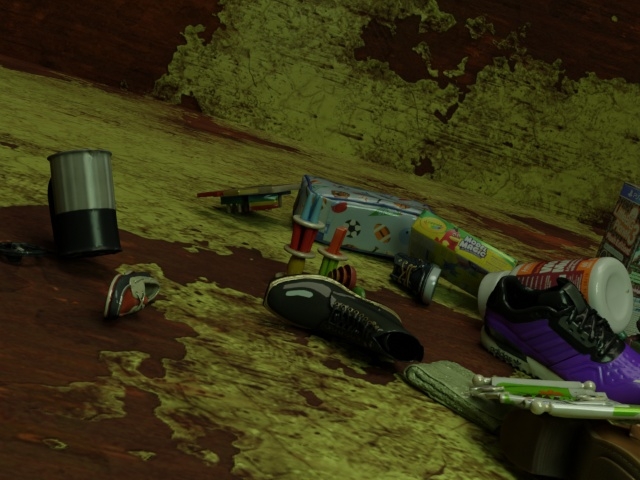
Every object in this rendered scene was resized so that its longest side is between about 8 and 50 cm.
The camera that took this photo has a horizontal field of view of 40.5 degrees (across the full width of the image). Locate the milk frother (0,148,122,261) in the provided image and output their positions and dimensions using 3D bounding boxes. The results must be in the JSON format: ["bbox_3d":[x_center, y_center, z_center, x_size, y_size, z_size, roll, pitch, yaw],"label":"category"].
[{"bbox_3d":[-0.343,-0.043,1.123,0.129,0.134,0.143,-11,-6,30],"label":"milk frother"}]

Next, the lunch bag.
[{"bbox_3d":[0.096,-0.046,1.773,0.304,0.114,0.243,15,11,-8],"label":"lunch bag"}]

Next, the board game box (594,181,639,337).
[{"bbox_3d":[0.642,0.068,1.612,0.232,0.290,0.141,16,13,-9],"label":"board game box"}]

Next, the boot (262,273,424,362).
[{"bbox_3d":[0.033,0.101,1.122,0.198,0.076,0.137,13,7,-16],"label":"boot"}]

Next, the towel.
[{"bbox_3d":[0.188,0.191,1.091,0.148,0.027,0.110,27,15,36],"label":"towel"}]

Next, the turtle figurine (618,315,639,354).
[{"bbox_3d":[0.509,0.170,1.357,0.118,0.175,0.234,-16,22,-33],"label":"turtle figurine"}]

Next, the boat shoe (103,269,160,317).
[{"bbox_3d":[-0.225,0.065,1.034,0.043,0.049,0.137,19,8,-2],"label":"boat shoe"}]

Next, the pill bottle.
[{"bbox_3d":[0.369,0.093,1.380,0.121,0.121,0.221,5,-8,-44],"label":"pill bottle"}]

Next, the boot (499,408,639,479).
[{"bbox_3d":[0.344,0.258,0.884,0.220,0.109,0.283,12,5,-25],"label":"boot"}]

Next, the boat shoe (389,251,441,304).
[{"bbox_3d":[0.162,0.064,1.518,0.083,0.065,0.183,18,6,5],"label":"boat shoe"}]

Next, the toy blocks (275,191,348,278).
[{"bbox_3d":[0.000,0.000,1.368,0.123,0.148,0.054,5,18,-42],"label":"toy blocks"}]

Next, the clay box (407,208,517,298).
[{"bbox_3d":[0.267,0.041,1.573,0.222,0.053,0.127,30,-22,15],"label":"clay box"}]

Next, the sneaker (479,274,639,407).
[{"bbox_3d":[0.362,0.134,1.242,0.293,0.146,0.102,23,35,34],"label":"sneaker"}]

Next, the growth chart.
[{"bbox_3d":[0.265,0.175,0.966,0.172,0.021,0.237,3,-2,-4],"label":"growth chart"}]

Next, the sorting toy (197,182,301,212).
[{"bbox_3d":[-0.125,-0.082,1.687,0.132,0.046,0.274,-3,5,22],"label":"sorting toy"}]

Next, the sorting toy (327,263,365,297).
[{"bbox_3d":[0.031,0.078,1.283,0.042,0.061,0.102,12,33,-21],"label":"sorting toy"}]
